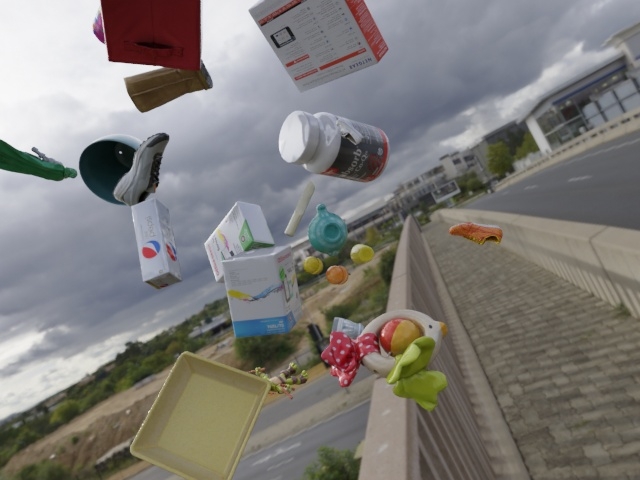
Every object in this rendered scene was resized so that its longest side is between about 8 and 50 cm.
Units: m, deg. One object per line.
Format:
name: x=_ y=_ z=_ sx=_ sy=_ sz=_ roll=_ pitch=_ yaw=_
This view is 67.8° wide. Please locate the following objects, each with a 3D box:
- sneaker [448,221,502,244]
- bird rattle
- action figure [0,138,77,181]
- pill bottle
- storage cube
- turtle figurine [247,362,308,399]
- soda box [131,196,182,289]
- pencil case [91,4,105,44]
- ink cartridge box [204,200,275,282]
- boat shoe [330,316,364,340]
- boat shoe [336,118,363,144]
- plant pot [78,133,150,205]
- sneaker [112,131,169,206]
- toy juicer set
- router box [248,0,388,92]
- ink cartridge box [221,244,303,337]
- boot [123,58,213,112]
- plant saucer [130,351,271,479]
sneaker: x=0.521 y=-0.021 z=1.601 sx=0.175 sy=0.067 sz=0.064 roll=4 pitch=-23 yaw=15
bird rattle: x=0.138 y=0.220 z=0.940 sx=0.253 sy=0.143 sz=0.207 roll=1 pitch=34 yaw=47
action figure: x=-0.806 y=-0.218 z=1.332 sx=0.232 sy=0.063 sz=0.137 roll=18 pitch=-36 yaw=-23
pill bottle: x=0.050 y=-0.326 z=1.662 sx=0.363 sy=0.210 sz=0.210 roll=4 pitch=-22 yaw=-39
storage cube: x=-0.330 y=-0.481 z=0.951 sx=0.183 sy=0.215 sz=0.193 roll=1 pitch=-43 yaw=-13
turtle figurine: x=-0.155 y=0.577 z=1.927 sx=0.269 sy=0.087 sz=0.217 roll=11 pitch=11 yaw=42
soda box: x=-0.405 y=0.007 z=1.177 sx=0.069 sy=0.216 sz=0.074 roll=-21 pitch=-25 yaw=3
pencil case: x=-0.575 y=-0.660 z=1.361 sx=0.104 sy=0.104 sz=0.236 roll=-25 pitch=1 yaw=-43
ink cartridge box: x=-0.326 y=0.014 z=1.890 sx=0.117 sy=0.201 sz=0.278 roll=8 pitch=-43 yaw=-44
boat shoe: x=0.104 y=0.340 z=1.536 sx=0.103 sy=0.118 sz=0.320 roll=4 pitch=-33 yaw=14
boat shoe: x=0.077 y=-0.311 z=1.373 sx=0.035 sy=0.100 sz=0.035 roll=-41 pitch=-16 yaw=-21
plant pot: x=-0.804 y=-0.317 z=1.955 sx=0.290 sy=0.290 sz=0.195 roll=-27 pitch=31 yaw=17
sneaker: x=-0.545 y=-0.221 z=1.512 sx=0.271 sy=0.108 sz=0.100 roll=-56 pitch=-2 yaw=14
toy juicer set: x=0.000 y=0.000 z=1.527 sx=0.209 sy=0.329 sz=0.089 roll=-45 pitch=9 yaw=-12
router box: x=-0.012 y=-0.630 z=1.425 sx=0.335 sy=0.301 sz=0.082 roll=-3 pitch=44 yaw=44
ink cartridge box: x=-0.198 y=0.171 z=1.659 sx=0.197 sy=0.270 sz=0.198 roll=-8 pitch=7 yaw=14
boot: x=-0.519 y=-0.553 z=1.552 sx=0.269 sy=0.236 sz=0.089 roll=-14 pitch=40 yaw=9
plant saucer: x=-0.351 y=0.547 z=1.454 sx=0.081 sy=0.333 sz=0.333 roll=76 pitch=-147 yaw=-55
